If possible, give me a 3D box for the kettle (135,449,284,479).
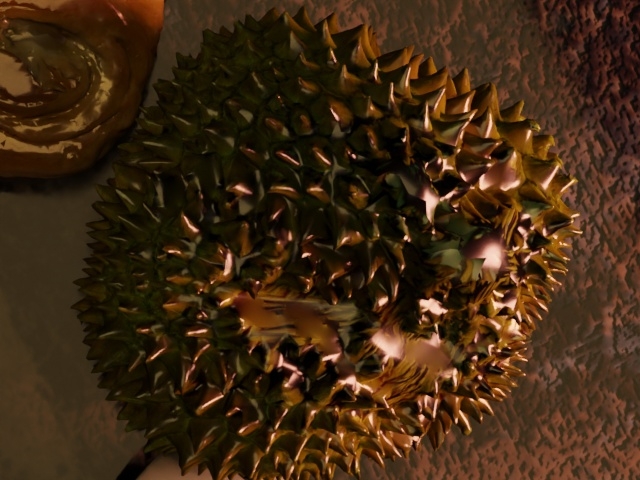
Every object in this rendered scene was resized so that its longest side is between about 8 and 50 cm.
[{"bbox_3d":[-0.045,0.194,1.147,0.148,0.127,0.098,35,97,12],"label":"kettle"}]

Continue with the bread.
[{"bbox_3d":[-0.188,-0.155,1.144,0.198,0.120,0.236,9,86,-7],"label":"bread"}]

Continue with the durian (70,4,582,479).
[{"bbox_3d":[-0.001,-0.002,1.108,0.291,0.225,0.291,-2,110,-6],"label":"durian"}]
